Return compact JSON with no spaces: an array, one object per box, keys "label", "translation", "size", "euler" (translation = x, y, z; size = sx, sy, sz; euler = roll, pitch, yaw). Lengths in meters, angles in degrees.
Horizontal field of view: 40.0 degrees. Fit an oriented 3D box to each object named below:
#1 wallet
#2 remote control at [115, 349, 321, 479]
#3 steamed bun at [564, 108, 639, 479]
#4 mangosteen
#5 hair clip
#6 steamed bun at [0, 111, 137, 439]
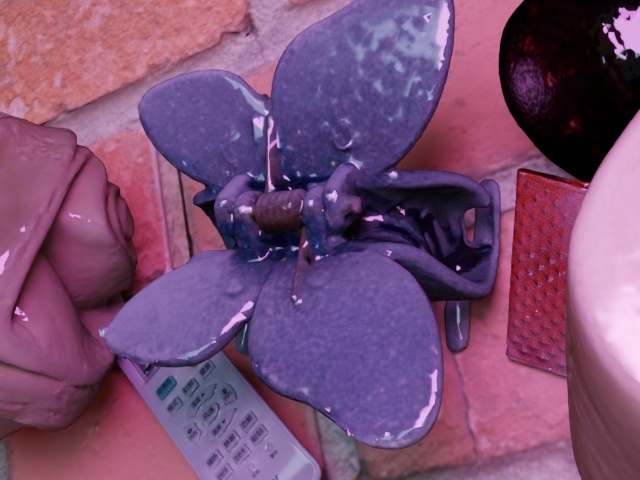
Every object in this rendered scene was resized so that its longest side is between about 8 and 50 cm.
[{"label":"wallet","translation":[0.213,0.036,0.763],"size":[0.103,0.196,0.020],"euler":[15,36,31]},{"label":"remote control","translation":[-0.114,0.175,0.926],"size":[0.103,0.051,0.293],"euler":[-48,58,3]},{"label":"steamed bun","translation":[0.366,0.013,0.574],"size":[0.456,0.371,0.290],"euler":[-25,61,2]},{"label":"mangosteen","translation":[0.280,-0.177,0.719],"size":[0.288,0.287,0.233],"euler":[-19,59,18]},{"label":"hair clip","translation":[0.000,0.000,0.821],"size":[0.318,0.238,0.392],"euler":[-5,72,24]},{"label":"steamed bun","translation":[-0.322,0.022,0.938],"size":[0.255,0.342,0.367],"euler":[-14,83,-26]}]
